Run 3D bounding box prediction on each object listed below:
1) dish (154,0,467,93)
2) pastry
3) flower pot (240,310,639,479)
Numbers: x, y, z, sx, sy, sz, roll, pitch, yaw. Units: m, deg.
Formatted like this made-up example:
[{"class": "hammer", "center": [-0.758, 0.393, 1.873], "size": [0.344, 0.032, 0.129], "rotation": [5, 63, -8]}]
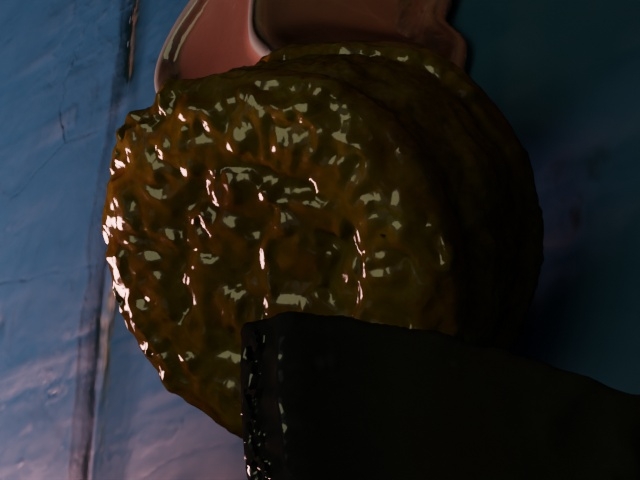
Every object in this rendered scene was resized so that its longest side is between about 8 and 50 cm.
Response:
[{"class": "dish", "center": [-0.022, -0.077, 0.950], "size": [0.213, 0.090, 0.213], "rotation": [-28, 52, 43]}, {"class": "pastry", "center": [0.000, 0.000, 0.813], "size": [0.189, 0.103, 0.188], "rotation": [9, 108, 29]}, {"class": "flower pot", "center": [0.190, 0.013, 0.493], "size": [0.379, 0.251, 0.379], "rotation": [-29, 49, 41]}]
